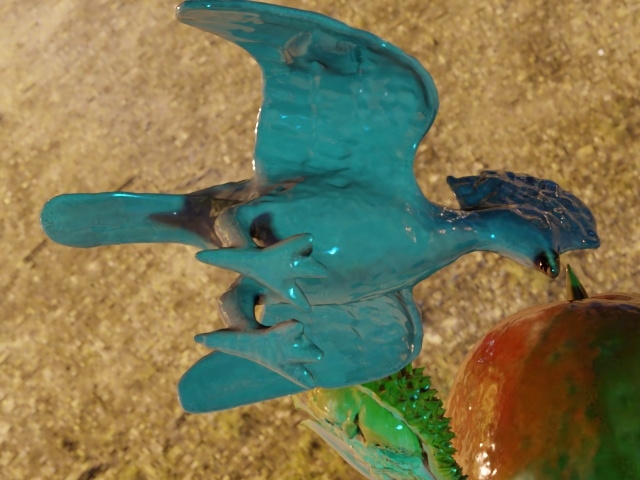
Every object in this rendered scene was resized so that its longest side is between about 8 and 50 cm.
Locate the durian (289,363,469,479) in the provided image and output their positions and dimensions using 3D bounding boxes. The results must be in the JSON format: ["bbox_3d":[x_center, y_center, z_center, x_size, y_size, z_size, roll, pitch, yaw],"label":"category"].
[{"bbox_3d":[0.075,0.163,1.000,0.102,0.208,0.146,-45,-5,-28],"label":"durian"}]

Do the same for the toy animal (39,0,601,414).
[{"bbox_3d":[0.000,0.000,0.555,0.255,0.239,0.176,15,29,15],"label":"toy animal"}]

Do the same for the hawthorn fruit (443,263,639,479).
[{"bbox_3d":[0.313,0.221,1.262,0.403,0.403,0.403,-24,37,19],"label":"hawthorn fruit"}]
